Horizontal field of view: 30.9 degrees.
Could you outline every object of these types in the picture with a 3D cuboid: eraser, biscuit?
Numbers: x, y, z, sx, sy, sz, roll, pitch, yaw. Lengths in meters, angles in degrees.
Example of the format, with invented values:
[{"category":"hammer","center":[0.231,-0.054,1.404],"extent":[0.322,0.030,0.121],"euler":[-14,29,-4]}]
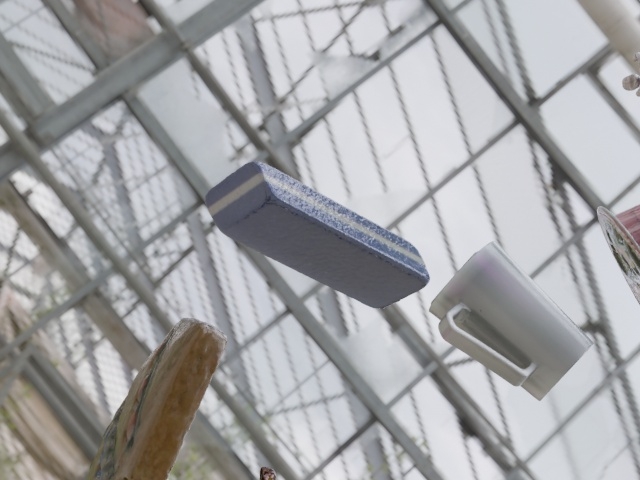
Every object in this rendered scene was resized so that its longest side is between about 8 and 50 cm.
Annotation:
[{"category":"eraser","center":[0.000,0.000,1.090],"extent":[0.225,0.036,0.082],"euler":[27,-42,-32]},{"category":"biscuit","center":[-0.143,0.162,0.881],"extent":[0.043,0.278,0.301],"euler":[24,-59,-9]}]

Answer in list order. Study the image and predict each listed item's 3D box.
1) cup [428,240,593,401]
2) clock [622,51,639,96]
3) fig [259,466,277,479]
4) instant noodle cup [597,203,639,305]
[{"category":"cup","center":[0.136,0.066,0.873],"extent":[0.116,0.104,0.074],"euler":[44,-54,14]},{"category":"clock","center":[0.332,-0.156,1.091],"extent":[0.129,0.087,0.041],"euler":[105,-19,-86]},{"category":"fig","center":[-0.045,0.281,0.883],"extent":[0.185,0.126,0.133],"euler":[59,-10,-2]},{"category":"instant noodle cup","center":[0.459,0.008,1.220],"extent":[0.244,0.255,0.244],"euler":[60,5,-9]}]
